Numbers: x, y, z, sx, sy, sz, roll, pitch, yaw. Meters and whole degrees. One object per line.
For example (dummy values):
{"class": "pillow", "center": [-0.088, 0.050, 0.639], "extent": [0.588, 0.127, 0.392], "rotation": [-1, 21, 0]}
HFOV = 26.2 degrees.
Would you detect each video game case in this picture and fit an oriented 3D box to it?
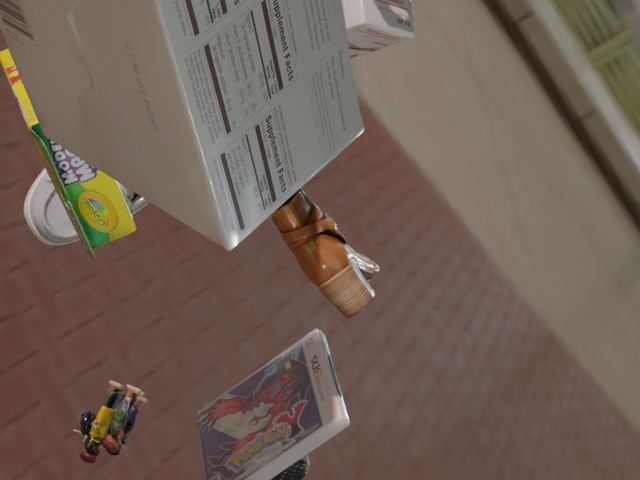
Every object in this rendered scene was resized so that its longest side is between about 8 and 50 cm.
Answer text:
{"class": "video game case", "center": [-0.064, 0.219, 1.699], "extent": [0.023, 0.201, 0.183], "rotation": [47, 13, -30]}

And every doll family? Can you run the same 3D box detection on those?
{"class": "doll family", "center": [-0.296, 0.261, 1.929], "extent": [0.076, 0.111, 0.193], "rotation": [20, -15, 6]}

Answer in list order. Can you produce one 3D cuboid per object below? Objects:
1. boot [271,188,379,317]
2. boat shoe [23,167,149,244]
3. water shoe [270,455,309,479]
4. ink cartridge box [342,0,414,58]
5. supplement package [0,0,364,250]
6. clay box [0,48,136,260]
{"class": "boot", "center": [0.000, 0.000, 1.603], "extent": [0.152, 0.073, 0.197], "rotation": [53, 1, -10]}
{"class": "boat shoe", "center": [-0.240, -0.104, 1.787], "extent": [0.118, 0.320, 0.103], "rotation": [61, -19, -12]}
{"class": "water shoe", "center": [-0.061, 0.310, 1.915], "extent": [0.073, 0.203, 0.080], "rotation": [-4, 64, -21]}
{"class": "ink cartridge box", "center": [0.044, -0.279, 1.740], "extent": [0.104, 0.180, 0.060], "rotation": [6, 76, -48]}
{"class": "supplement package", "center": [-0.105, -0.163, 0.897], "extent": [0.204, 0.145, 0.262], "rotation": [31, -30, 32]}
{"class": "clay box", "center": [-0.218, -0.083, 1.187], "extent": [0.222, 0.053, 0.127], "rotation": [50, -17, 57]}
